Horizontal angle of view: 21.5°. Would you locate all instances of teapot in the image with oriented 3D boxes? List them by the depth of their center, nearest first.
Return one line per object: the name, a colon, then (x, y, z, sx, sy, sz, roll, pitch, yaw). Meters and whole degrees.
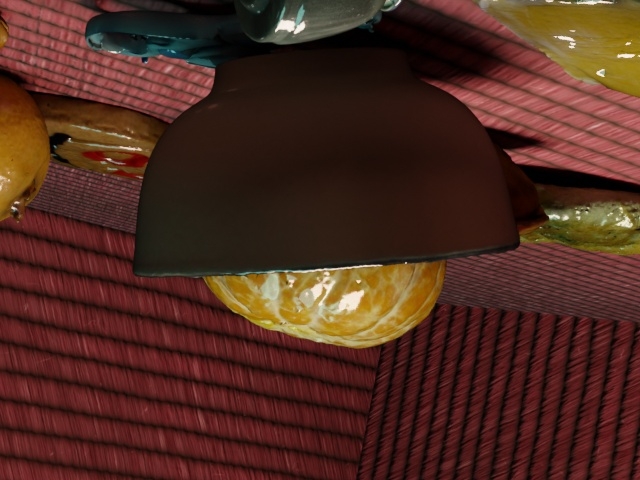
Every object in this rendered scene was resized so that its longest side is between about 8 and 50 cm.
teapot: (0.008, -0.195, 1.061, 0.108, 0.149, 0.111, -2, -141, -23)

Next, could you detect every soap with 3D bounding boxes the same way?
soap: (0.198, -0.153, 1.093, 0.135, 0.076, 0.233, 7, 172, 27)

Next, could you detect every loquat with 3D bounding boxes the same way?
loquat: (-0.429, -0.112, 2.074, 0.208, 0.208, 0.208, 11, 174, 1)

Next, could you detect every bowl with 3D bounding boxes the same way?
bowl: (-0.002, -0.071, 1.511, 0.354, 0.185, 0.354, -4, -179, 0)

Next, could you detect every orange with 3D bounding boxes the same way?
orange: (0.000, 0.000, 2.110, 0.329, 0.249, 0.329, 10, 166, 3)

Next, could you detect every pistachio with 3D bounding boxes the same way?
pistachio: (0.158, -0.057, 1.853, 0.210, 0.130, 0.165, 27, -133, 34)

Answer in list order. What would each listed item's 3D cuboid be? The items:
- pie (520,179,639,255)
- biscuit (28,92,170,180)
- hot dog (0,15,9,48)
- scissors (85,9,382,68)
pie: (0.312, -0.027, 2.085, 0.277, 0.078, 0.277, 11, 176, 1)
biscuit: (-0.285, -0.129, 2.315, 0.314, 0.063, 0.367, 11, 174, 11)
hot dog: (-0.373, -0.215, 1.632, 0.092, 0.062, 0.236, 6, 174, 18)
scissors: (-0.069, -0.185, 1.480, 0.180, 0.032, 0.393, 7, 177, -32)
